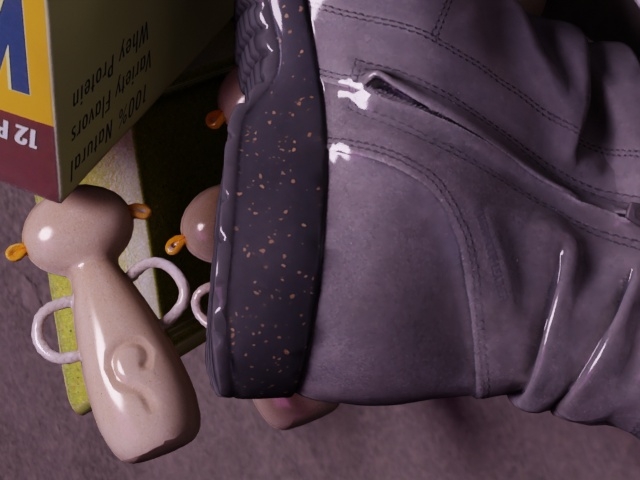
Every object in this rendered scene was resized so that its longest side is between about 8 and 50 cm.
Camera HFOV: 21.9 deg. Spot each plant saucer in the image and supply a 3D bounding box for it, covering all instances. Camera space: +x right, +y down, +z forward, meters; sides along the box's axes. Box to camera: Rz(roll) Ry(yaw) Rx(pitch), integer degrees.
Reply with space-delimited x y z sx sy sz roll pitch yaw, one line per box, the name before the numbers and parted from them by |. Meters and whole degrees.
plant saucer | -0.075 -0.024 0.873 0.045 0.188 0.188 0 105 28

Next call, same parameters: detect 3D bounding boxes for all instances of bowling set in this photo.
bowling set | 0.000 0.000 0.804 0.200 0.287 0.154 100 148 -74

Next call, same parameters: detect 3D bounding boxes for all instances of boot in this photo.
boot | 0.074 -0.084 0.688 0.118 0.223 0.338 117 157 -79

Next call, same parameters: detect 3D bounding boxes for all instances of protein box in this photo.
protein box | -0.122 -0.167 0.718 0.136 0.200 0.201 20 136 17

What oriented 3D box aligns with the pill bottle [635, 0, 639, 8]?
pill bottle | 0.195 -0.083 0.595 0.131 0.131 0.229 -44 72 45
